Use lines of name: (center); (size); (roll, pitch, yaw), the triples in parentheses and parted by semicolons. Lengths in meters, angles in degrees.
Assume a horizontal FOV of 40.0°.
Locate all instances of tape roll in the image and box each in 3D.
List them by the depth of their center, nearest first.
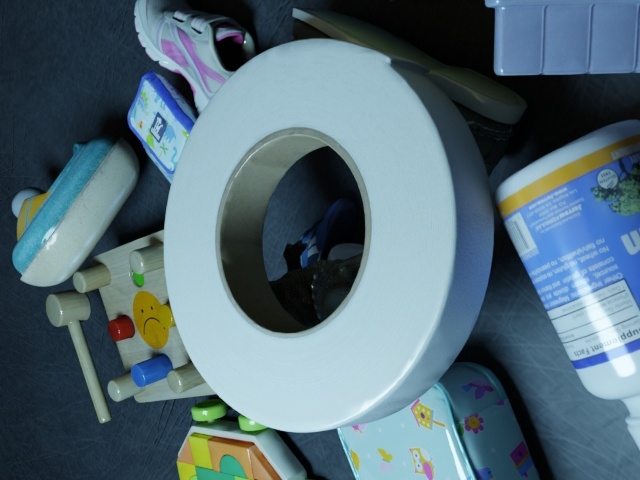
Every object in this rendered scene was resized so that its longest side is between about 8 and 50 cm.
tape roll: (-0.010, -0.006, 0.884); (0.392, 0.072, 0.392); (-4, 84, 41)

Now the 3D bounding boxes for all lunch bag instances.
lunch bag: (0.139, 0.280, 1.015); (0.224, 0.108, 0.279); (-30, 78, 51)
lunch bag: (-0.195, -0.145, 1.212); (0.129, 0.096, 0.151); (49, 160, 22)

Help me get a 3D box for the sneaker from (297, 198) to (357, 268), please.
sneaker: (0.000, 0.000, 1.118); (0.059, 0.053, 0.144); (46, 129, 30)

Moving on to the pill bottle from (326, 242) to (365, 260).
pill bottle: (0.032, 0.079, 1.088); (0.078, 0.078, 0.137); (37, 125, 33)

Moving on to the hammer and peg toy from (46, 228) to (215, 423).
hammer and peg toy: (-0.285, 0.138, 1.400); (0.361, 0.127, 0.266); (-18, 90, 47)

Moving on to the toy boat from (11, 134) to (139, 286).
toy boat: (-0.421, -0.050, 1.421); (0.148, 0.267, 0.318); (35, 161, -15)

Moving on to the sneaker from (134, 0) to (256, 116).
sneaker: (-0.148, -0.261, 1.168); (0.252, 0.103, 0.111); (50, 131, 13)

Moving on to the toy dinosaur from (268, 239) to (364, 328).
toy dinosaur: (-0.040, 0.106, 1.027); (0.160, 0.121, 0.313); (56, 130, 35)

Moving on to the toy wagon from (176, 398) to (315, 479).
toy wagon: (-0.088, 0.381, 1.310); (0.344, 0.068, 0.267); (-3, 99, 47)

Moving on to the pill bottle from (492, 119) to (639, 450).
pill bottle: (0.276, 0.045, 0.773); (0.152, 0.152, 0.272); (-35, 77, 46)

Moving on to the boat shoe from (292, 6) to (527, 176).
boat shoe: (0.075, -0.168, 0.950); (0.305, 0.109, 0.091); (34, 119, 30)

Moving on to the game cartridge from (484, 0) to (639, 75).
game cartridge: (0.246, -0.308, 0.679); (0.230, 0.068, 0.355); (-2, 105, 2)
